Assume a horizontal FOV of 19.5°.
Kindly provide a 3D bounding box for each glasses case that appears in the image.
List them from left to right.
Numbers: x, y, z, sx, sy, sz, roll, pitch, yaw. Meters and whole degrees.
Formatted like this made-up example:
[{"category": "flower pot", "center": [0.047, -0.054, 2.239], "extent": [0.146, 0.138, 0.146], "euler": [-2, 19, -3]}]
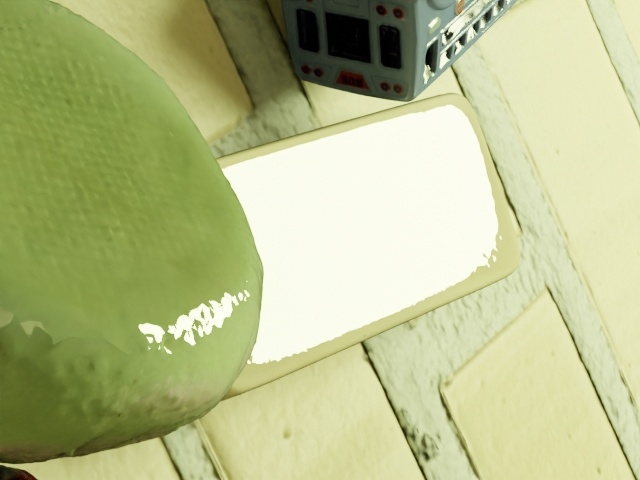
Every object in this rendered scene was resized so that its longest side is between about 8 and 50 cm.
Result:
[{"category": "glasses case", "center": [0.000, 0.000, 1.221], "extent": [0.336, 0.076, 0.144], "euler": [-18, 91, -49]}]

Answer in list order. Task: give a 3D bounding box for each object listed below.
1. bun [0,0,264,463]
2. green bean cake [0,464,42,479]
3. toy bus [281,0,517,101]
[{"category": "bun", "center": [-0.181, 0.008, 0.944], "extent": [0.293, 0.187, 0.293], "euler": [31, 34, -23]}, {"category": "green bean cake", "center": [-0.139, 0.224, 0.948], "extent": [0.097, 0.198, 0.233], "euler": [-37, 120, -39]}, {"category": "toy bus", "center": [0.088, -0.217, 1.351], "extent": [0.292, 0.125, 0.133], "euler": [-45, 141, -45]}]
